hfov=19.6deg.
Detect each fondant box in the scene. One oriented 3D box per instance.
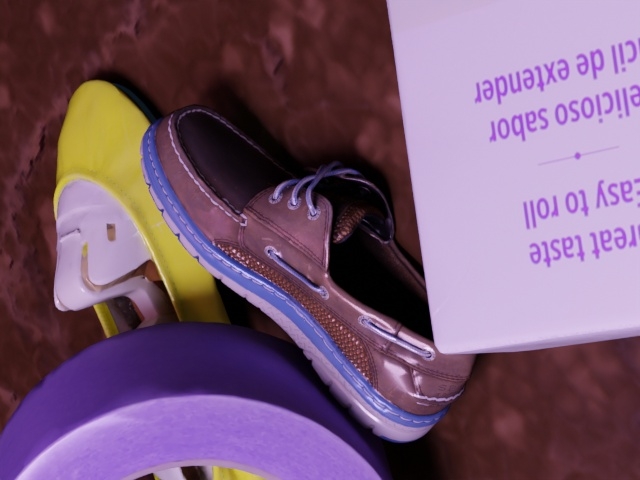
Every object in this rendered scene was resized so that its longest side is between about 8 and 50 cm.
[{"bbox_3d":[0.127,-0.144,0.536,0.238,0.096,0.330,-12,85,45],"label":"fondant box"}]

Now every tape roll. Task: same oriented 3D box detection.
[{"bbox_3d":[-0.057,0.136,0.822,0.080,0.189,0.189,-108,14,-68],"label":"tape roll"}]

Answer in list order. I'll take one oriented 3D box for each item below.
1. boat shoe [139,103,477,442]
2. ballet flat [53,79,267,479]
[{"bbox_3d":[0.000,0.000,0.806,0.183,0.066,0.066,45,129,6],"label":"boat shoe"},{"bbox_3d":[-0.083,0.035,0.885,0.077,0.077,0.231,-21,93,48],"label":"ballet flat"}]
